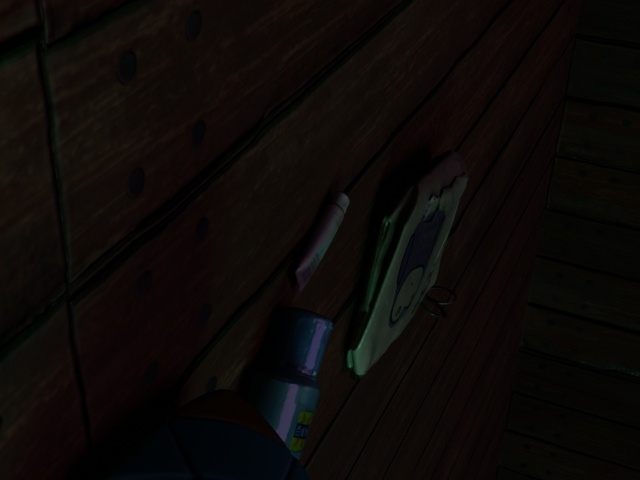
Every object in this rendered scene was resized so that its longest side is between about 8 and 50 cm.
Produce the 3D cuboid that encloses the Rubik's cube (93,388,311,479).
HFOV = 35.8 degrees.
[{"bbox_3d":[-0.056,0.215,0.717,0.254,0.255,0.254,15,90,-71],"label":"Rubik's cube"}]

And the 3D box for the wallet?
[{"bbox_3d":[0.128,0.024,1.319,0.335,0.068,0.274,-39,142,-58],"label":"wallet"}]

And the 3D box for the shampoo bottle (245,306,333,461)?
[{"bbox_3d":[-0.048,0.191,0.954,0.104,0.061,0.258,40,66,-69],"label":"shampoo bottle"}]

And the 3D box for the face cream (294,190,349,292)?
[{"bbox_3d":[0.000,0.000,1.011,0.038,0.020,0.115,77,34,-55],"label":"face cream"}]
